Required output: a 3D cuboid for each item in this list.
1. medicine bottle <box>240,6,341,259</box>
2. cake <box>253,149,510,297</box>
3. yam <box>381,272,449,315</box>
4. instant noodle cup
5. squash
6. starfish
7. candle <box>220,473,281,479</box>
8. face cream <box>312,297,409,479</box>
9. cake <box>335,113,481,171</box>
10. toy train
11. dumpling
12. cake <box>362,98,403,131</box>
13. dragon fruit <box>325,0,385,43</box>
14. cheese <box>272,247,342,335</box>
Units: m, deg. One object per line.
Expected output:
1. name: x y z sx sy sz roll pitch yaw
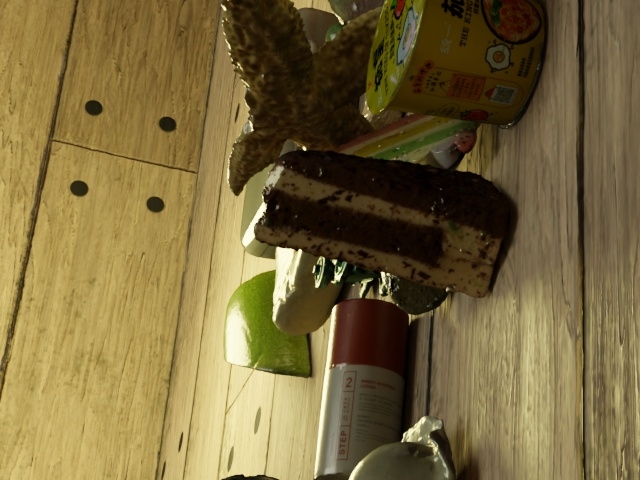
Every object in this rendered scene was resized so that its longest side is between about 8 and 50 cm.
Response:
1. medicine bottle: -0.037 -0.166 2.448 0.282 0.123 0.375 130 149 -63
2. cake: 0.073 -0.016 1.547 0.135 0.246 0.112 40 119 55
3. yam: 0.100 0.018 1.749 0.179 0.078 0.078 -106 30 -67
4. instant noodle cup: 0.143 -0.201 1.597 0.182 0.144 0.182 -167 90 -78
5. squash: -0.097 0.183 2.434 0.289 0.111 0.203 -98 21 -54
6. starfish: 0.024 -0.202 1.738 0.432 0.324 0.082 97 154 -46
7. candle: -0.093 0.456 1.952 0.330 0.187 0.187 -98 23 -55
8. face cream: 0.049 0.182 1.777 0.096 0.095 0.214 124 155 -61
9. cake: 0.088 -0.095 1.717 0.225 0.090 0.109 -41 18 38
10. toy train: 0.052 0.005 1.973 0.200 0.083 0.132 160 124 -75
11. dumpling: 0.092 0.248 1.524 0.127 0.108 0.188 -41 15 27
12. cake: 0.075 -0.149 2.092 0.065 0.052 0.121 -103 26 -52
13. dragon fruit: 0.097 -0.352 1.891 0.268 0.130 0.295 57 136 35
14. cheese: 0.002 0.000 2.188 0.159 0.093 0.263 -99 25 -51
